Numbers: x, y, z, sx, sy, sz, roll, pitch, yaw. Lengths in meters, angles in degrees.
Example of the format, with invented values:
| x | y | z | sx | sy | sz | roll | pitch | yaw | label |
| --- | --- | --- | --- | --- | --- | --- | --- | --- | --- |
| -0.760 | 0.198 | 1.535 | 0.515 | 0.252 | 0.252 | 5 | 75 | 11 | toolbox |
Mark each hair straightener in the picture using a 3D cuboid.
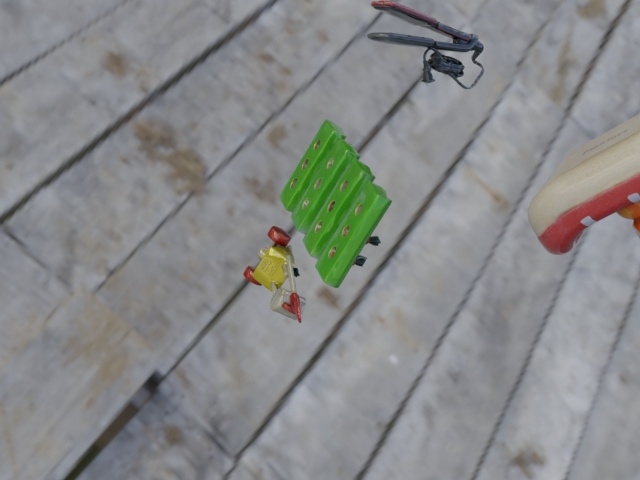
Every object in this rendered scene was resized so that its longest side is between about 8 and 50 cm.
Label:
| x | y | z | sx | sy | sz | roll | pitch | yaw | label |
| --- | --- | --- | --- | --- | --- | --- | --- | --- | --- |
| 0.141 | -0.244 | 1.907 | 0.230 | 0.047 | 0.089 | 11 | 88 | -50 | hair straightener |

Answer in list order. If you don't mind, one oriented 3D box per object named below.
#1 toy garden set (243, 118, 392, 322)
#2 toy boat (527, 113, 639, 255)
| x | y | z | sx | sy | sz | roll | pitch | yaw | label |
| --- | --- | --- | --- | --- | --- | --- | --- | --- | --- |
| 0.000 | 0.000 | 1.603 | 0.049 | 0.204 | 0.244 | 26 | 15 | -22 | toy garden set |
| 0.349 | -0.044 | 1.633 | 0.151 | 0.231 | 0.151 | 55 | 35 | -7 | toy boat |
